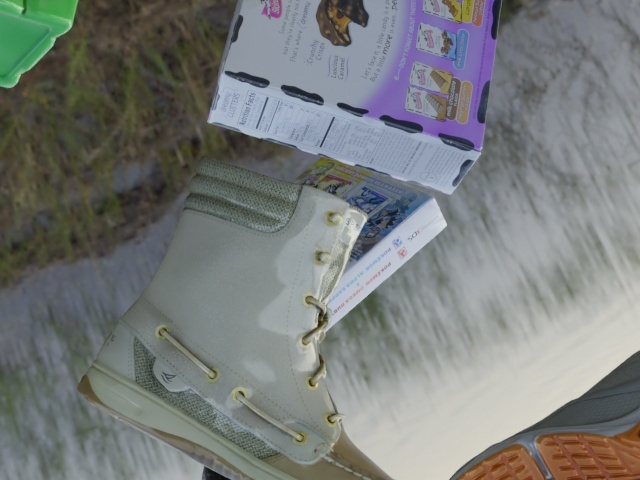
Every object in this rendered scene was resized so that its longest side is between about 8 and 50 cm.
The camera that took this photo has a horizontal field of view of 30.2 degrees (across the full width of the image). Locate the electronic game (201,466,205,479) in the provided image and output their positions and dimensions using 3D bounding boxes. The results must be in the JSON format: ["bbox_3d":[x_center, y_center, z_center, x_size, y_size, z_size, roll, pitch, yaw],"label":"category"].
[{"bbox_3d":[-0.083,0.239,1.568,0.229,0.048,0.229,-52,162,-26],"label":"electronic game"}]

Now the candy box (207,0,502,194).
[{"bbox_3d":[0.029,-0.144,0.901,0.196,0.165,0.070,16,151,-6],"label":"candy box"}]

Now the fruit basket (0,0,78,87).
[{"bbox_3d":[-0.491,-0.401,1.468,0.392,0.392,0.283,-4,160,-45],"label":"fruit basket"}]

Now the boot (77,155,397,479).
[{"bbox_3d":[-0.005,0.059,0.656,0.077,0.213,0.165,87,29,-78],"label":"boot"}]

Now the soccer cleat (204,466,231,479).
[{"bbox_3d":[0.036,0.263,0.998,0.108,0.318,0.116,-46,143,-39],"label":"soccer cleat"}]

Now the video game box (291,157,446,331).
[{"bbox_3d":[0.000,0.000,1.248,0.187,0.205,0.048,-42,124,-15],"label":"video game box"}]

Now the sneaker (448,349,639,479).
[{"bbox_3d":[0.197,0.131,0.777,0.262,0.099,0.121,-27,-174,10],"label":"sneaker"}]
